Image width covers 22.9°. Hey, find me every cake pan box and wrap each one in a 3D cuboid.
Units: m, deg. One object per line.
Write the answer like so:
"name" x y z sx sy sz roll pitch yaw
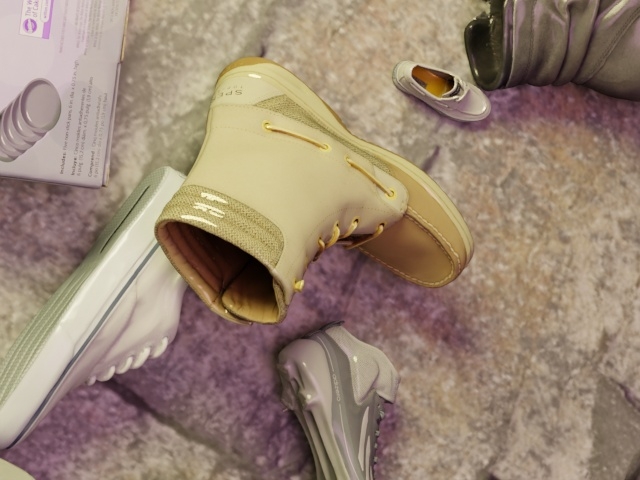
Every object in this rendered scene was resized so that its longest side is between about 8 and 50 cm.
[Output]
"cake pan box" -0.261 -0.180 1.128 0.245 0.070 0.267 5 93 -29

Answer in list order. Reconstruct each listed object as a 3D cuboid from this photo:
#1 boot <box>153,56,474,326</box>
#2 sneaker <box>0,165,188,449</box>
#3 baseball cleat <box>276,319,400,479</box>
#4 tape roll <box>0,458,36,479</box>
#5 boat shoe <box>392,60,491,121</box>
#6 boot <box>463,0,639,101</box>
"boot" 0.000 0.000 1.239 0.262 0.095 0.203 40 42 -19
"sneaker" -0.159 0.065 1.216 0.091 0.094 0.258 42 75 -18
"baseball cleat" 0.035 0.168 1.334 0.109 0.072 0.206 -27 109 -29
"tape roll" -0.333 0.169 1.034 0.286 0.286 0.100 18 85 -26
"boat shoe" 0.111 -0.130 1.368 0.100 0.035 0.035 25 82 -25
"boot" 0.247 -0.289 1.386 0.222 0.118 0.338 7 86 -21
